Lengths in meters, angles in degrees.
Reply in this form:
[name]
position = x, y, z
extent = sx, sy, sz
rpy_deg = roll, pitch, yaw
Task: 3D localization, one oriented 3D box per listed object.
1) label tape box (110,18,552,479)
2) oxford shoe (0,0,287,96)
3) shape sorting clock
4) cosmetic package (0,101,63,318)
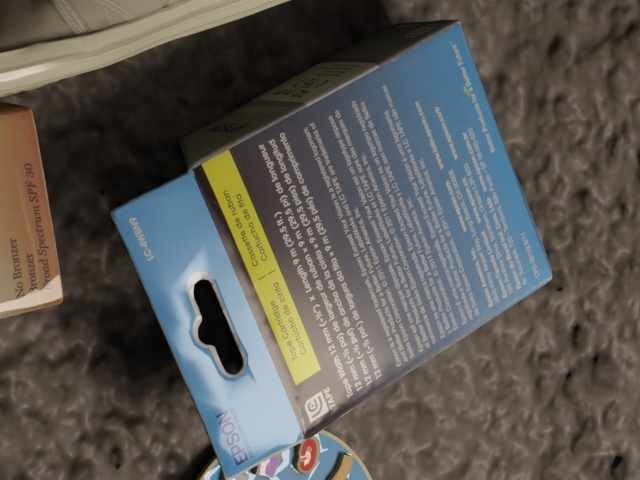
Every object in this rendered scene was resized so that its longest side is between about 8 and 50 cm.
[label tape box]
position = 0.000, 0.000, 1.376
extent = 0.347, 0.115, 0.249
rpy_deg = -30, 110, -23
[oxford shoe]
position = -0.172, -0.194, 1.217
extent = 0.449, 0.169, 0.130
rpy_deg = -27, 112, -34
[shape sorting clock]
position = -0.032, 0.259, 1.425
extent = 0.206, 0.040, 0.206
rpy_deg = -4, 98, -31
[cosmetic package]
position = -0.345, 0.000, 1.151
extent = 0.296, 0.129, 0.153
rpy_deg = -16, 105, -29
